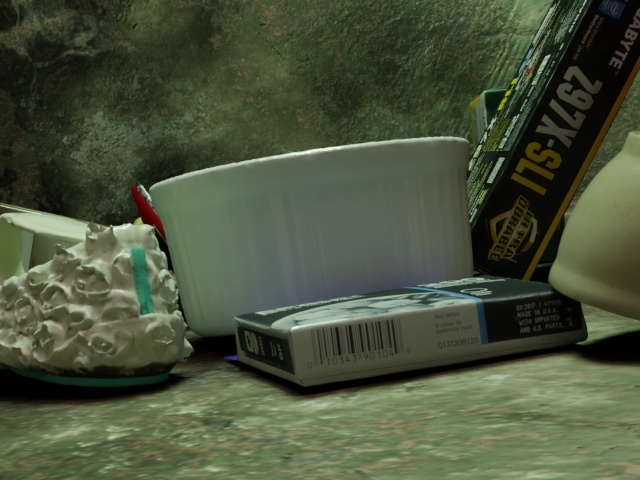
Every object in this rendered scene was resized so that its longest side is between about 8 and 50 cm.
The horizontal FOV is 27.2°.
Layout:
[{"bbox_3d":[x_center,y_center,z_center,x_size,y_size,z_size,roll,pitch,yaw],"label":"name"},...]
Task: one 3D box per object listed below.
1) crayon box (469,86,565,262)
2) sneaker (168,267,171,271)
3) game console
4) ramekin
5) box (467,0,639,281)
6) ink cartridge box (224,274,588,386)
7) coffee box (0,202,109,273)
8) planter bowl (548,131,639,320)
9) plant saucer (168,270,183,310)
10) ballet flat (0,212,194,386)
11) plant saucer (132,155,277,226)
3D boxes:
[{"bbox_3d":[0.243,-0.085,1.650,0.083,0.203,0.323,-6,3,3],"label":"crayon box"},{"bbox_3d":[-0.183,0.034,1.679,0.217,0.079,0.121,-15,8,-7],"label":"sneaker"},{"bbox_3d":[-0.115,0.005,1.339,0.085,0.124,0.144,-29,51,-15],"label":"game console"},{"bbox_3d":[0.000,0.000,1.136,0.277,0.135,0.277,-8,-1,0],"label":"ramekin"},{"bbox_3d":[0.225,-0.114,1.337,0.079,0.322,0.257,27,1,-1],"label":"box"},{"bbox_3d":[0.049,0.060,0.944,0.206,0.045,0.208,-8,2,-18],"label":"ink cartridge box"},{"bbox_3d":[-0.298,0.017,1.307,0.247,0.098,0.141,12,-2,-14],"label":"coffee box"},{"bbox_3d":[0.236,-0.011,0.851,0.162,0.109,0.162,8,11,-2],"label":"planter bowl"},{"bbox_3d":[-0.182,0.059,1.500,0.199,0.036,0.198,-6,3,0],"label":"plant saucer"},{"bbox_3d":[-0.252,0.045,1.058,0.409,0.147,0.147,-5,4,42],"label":"ballet flat"},{"bbox_3d":[-0.155,-0.053,2.136,0.333,0.081,0.333,-25,2,7],"label":"plant saucer"}]
